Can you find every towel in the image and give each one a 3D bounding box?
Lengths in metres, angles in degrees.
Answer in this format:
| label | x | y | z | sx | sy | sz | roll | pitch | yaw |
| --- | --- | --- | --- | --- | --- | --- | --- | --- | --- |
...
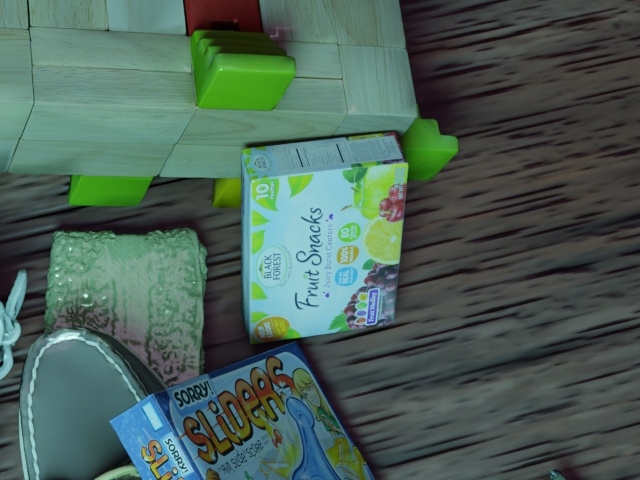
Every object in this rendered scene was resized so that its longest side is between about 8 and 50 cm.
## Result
| label | x | y | z | sx | sy | sz | roll | pitch | yaw |
| --- | --- | --- | --- | --- | --- | --- | --- | --- | --- |
| towel | -0.127 | 0.065 | 1.026 | 0.110 | 0.027 | 0.148 | 0 | 78 | -8 |

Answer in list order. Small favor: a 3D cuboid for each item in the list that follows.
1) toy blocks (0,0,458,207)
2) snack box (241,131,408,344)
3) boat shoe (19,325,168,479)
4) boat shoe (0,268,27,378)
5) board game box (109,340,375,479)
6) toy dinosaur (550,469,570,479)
| label | x | y | z | sx | sy | sz | roll | pitch | yaw |
| --- | --- | --- | --- | --- | --- | --- | --- | --- | --- |
| toy blocks | -0.105 | -0.178 | 1.007 | 0.381 | 0.191 | 0.261 | 0 | 67 | -21 |
| snack box | 0.000 | 0.000 | 1.006 | 0.100 | 0.141 | 0.037 | -7 | 42 | -9 |
| boat shoe | -0.108 | 0.187 | 0.914 | 0.116 | 0.097 | 0.324 | -20 | 69 | -1 |
| boat shoe | -0.238 | 0.048 | 0.974 | 0.105 | 0.113 | 0.306 | -7 | 64 | -27 |
| board game box | -0.033 | 0.140 | 0.943 | 0.035 | 0.201 | 0.136 | -33 | 83 | 22 |
| toy dinosaur | 0.170 | 0.221 | 1.014 | 0.118 | 0.064 | 0.268 | 34 | 53 | 20 |
